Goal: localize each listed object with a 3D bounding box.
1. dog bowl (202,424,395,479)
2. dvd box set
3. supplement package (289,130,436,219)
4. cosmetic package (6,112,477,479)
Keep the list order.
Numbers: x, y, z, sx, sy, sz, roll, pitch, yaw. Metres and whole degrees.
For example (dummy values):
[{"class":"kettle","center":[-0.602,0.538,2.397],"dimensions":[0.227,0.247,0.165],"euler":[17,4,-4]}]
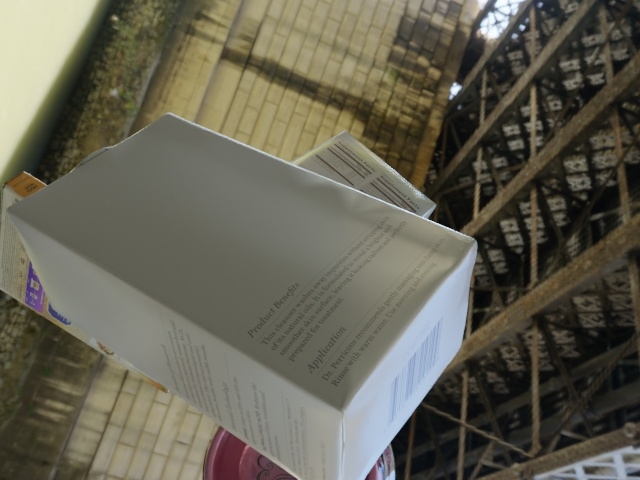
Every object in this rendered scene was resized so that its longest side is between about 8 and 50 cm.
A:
[{"class":"dog bowl","center":[-0.053,0.467,1.236],"dimensions":[0.150,0.408,0.407],"euler":[67,40,-74]},{"class":"dvd box set","center":[-0.420,0.094,1.165],"dimensions":[0.307,0.421,0.062],"euler":[-60,178,42]},{"class":"supplement package","center":[0.000,0.000,0.950],"dimensions":[0.263,0.198,0.199],"euler":[-36,162,-40]},{"class":"cosmetic package","center":[-0.078,0.036,0.585],"dimensions":[0.217,0.385,0.156],"euler":[-42,145,-36]}]
